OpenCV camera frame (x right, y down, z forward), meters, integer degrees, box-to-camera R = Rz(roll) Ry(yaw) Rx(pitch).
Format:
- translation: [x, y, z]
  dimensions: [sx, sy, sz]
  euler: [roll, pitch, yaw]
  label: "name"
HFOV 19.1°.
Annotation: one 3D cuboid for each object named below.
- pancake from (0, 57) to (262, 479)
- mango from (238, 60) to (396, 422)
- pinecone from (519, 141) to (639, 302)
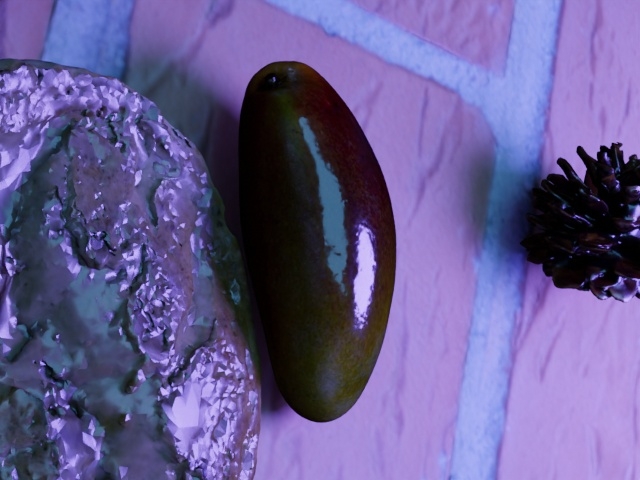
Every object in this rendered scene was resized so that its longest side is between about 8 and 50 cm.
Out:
- translation: [-0.187, 0.067, 1.265]
  dimensions: [0.387, 0.082, 0.387]
  euler: [4, 84, -40]
  label: "pancake"
- translation: [0.000, 0.000, 1.402]
  dimensions: [0.111, 0.133, 0.267]
  euler: [-7, 90, 7]
  label: "mango"
- translation: [0.237, -0.018, 1.568]
  dimensions: [0.140, 0.140, 0.121]
  euler: [-11, 121, -38]
  label: "pinecone"
